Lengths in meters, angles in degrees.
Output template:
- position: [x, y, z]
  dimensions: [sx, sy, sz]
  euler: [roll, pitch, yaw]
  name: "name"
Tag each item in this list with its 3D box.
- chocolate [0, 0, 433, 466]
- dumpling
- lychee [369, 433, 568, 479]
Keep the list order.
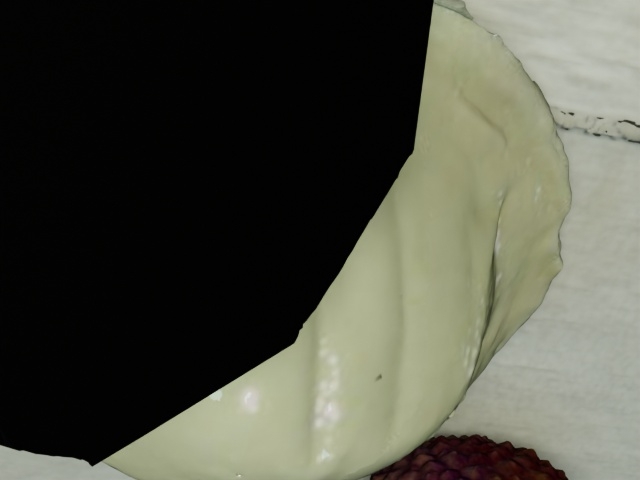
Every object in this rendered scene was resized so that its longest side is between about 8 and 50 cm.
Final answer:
- position: [-0.171, -0.130, 0.680]
  dimensions: [0.331, 0.383, 0.383]
  euler: [22, 135, 31]
  name: "chocolate"
- position: [0.000, 0.000, 0.934]
  dimensions: [0.395, 0.233, 0.315]
  euler: [9, 123, -33]
  name: "dumpling"
- position: [0.110, 0.220, 1.111]
  dimensions: [0.188, 0.188, 0.188]
  euler: [-3, 127, -3]
  name: "lychee"
